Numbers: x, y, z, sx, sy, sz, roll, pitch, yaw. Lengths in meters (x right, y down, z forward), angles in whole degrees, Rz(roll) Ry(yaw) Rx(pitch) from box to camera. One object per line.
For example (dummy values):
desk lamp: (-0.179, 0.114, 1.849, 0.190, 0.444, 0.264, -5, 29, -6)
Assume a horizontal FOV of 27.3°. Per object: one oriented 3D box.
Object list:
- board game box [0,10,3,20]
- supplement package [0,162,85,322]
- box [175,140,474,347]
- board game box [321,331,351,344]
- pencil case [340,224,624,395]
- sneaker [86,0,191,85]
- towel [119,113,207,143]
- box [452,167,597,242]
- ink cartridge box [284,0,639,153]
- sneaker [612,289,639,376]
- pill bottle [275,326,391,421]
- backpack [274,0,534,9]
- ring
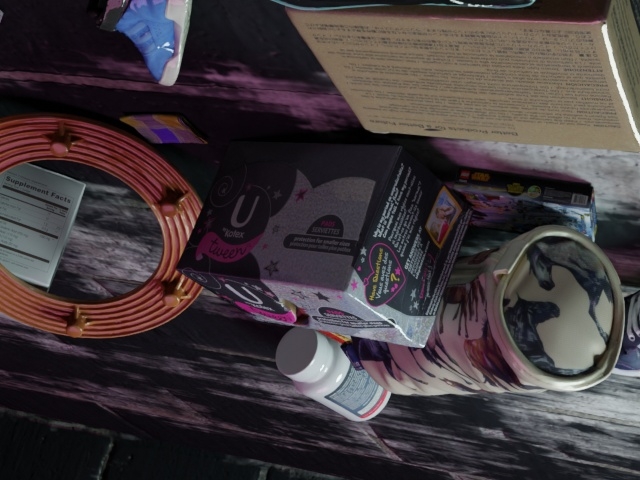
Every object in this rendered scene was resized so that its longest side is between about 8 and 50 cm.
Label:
board game box: (-0.357, -0.231, 1.229, 0.090, 0.020, 0.090, 8, 159, 23)
supplement package: (-0.438, -0.008, 1.727, 0.204, 0.145, 0.262, 19, 161, -11)
box: (0.000, 0.000, 1.343, 0.247, 0.163, 0.142, 6, 157, 45)
board game box: (0.081, 0.110, 1.803, 0.193, 0.045, 0.147, -5, 152, 46)
pencil case: (0.164, 0.083, 1.428, 0.183, 0.160, 0.410, 32, 163, -14)
sneaker: (-0.156, -0.189, 1.125, 0.084, 0.058, 0.152, 11, 157, -5)
towel: (-0.167, -0.119, 1.410, 0.083, 0.009, 0.060, 4, 159, 29)
box: (0.208, -0.034, 1.327, 0.137, 0.027, 0.094, 10, 160, 17)
ink cartridge box: (0.119, -0.151, 0.975, 0.234, 0.088, 0.193, 6, 160, 23)
sneaker: (0.372, 0.073, 1.385, 0.282, 0.099, 0.153, -10, 154, 38)
pill bottle: (0.019, 0.198, 2.007, 0.108, 0.108, 0.180, -1, 155, 40)
backpack: (0.030, -0.215, 0.768, 0.188, 0.144, 0.166, -8, 156, 10)
ring: (-0.292, -0.003, 1.527, 0.336, 0.032, 0.336, 3, 131, 3)
